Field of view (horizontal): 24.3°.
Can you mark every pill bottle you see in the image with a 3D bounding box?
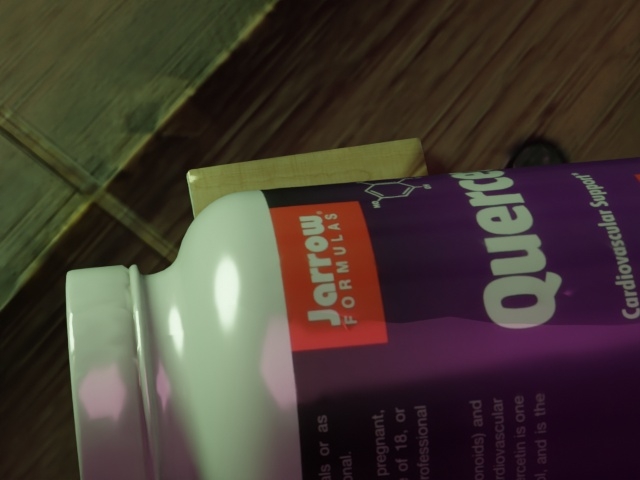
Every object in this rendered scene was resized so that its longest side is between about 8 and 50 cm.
[{"bbox_3d":[0.051,0.060,0.682,0.323,0.181,0.181,-5,74,-8],"label":"pill bottle"}]

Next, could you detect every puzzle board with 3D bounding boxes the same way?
[{"bbox_3d":[0.000,0.000,0.785,0.128,0.011,0.096,-9,75,-8],"label":"puzzle board"}]
